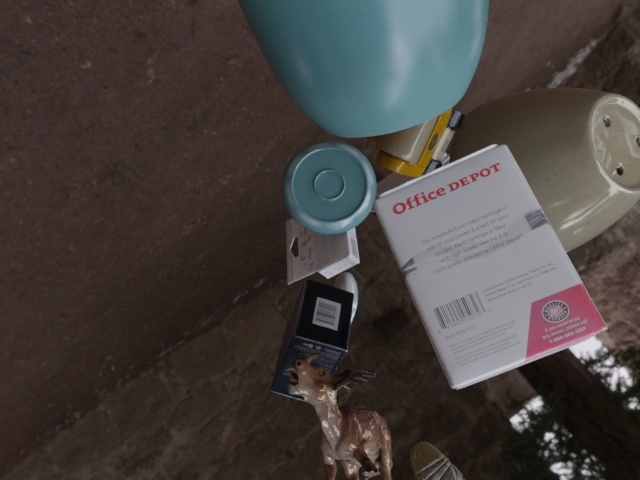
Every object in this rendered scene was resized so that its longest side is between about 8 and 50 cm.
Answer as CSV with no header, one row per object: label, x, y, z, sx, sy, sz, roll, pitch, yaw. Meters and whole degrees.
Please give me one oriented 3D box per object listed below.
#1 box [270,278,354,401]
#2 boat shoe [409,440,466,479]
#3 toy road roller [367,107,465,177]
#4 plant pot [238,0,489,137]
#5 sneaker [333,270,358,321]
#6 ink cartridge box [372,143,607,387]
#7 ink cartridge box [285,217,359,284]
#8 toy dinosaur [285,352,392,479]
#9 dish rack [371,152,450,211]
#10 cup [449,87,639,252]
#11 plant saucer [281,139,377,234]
box,-0.018,0.209,1.121,0.153,0.108,0.207,-79,-171,-49
boat shoe,0.183,0.357,0.809,0.056,0.152,0.049,-37,179,-1
toy road roller,0.215,-0.304,1.478,0.329,0.240,0.202,-5,122,-61
plant pot,0.057,-0.262,0.633,0.293,0.293,0.235,-34,122,-26
sneaker,0.024,0.181,1.356,0.087,0.092,0.229,-5,-114,67
ink cartridge box,0.224,0.038,0.772,0.207,0.283,0.117,-23,160,8
ink cartridge box,0.000,0.000,1.928,0.261,0.296,0.066,-27,136,26
toy dinosaur,0.062,0.319,0.932,0.127,0.200,0.296,-16,140,20
dish rack,0.307,-0.214,1.922,0.333,0.072,0.285,-36,-160,-27
cup,0.434,-0.136,0.976,0.331,0.331,0.237,-34,-174,-26
plant saucer,0.028,-0.179,1.794,0.317,0.317,0.044,-39,175,-4
